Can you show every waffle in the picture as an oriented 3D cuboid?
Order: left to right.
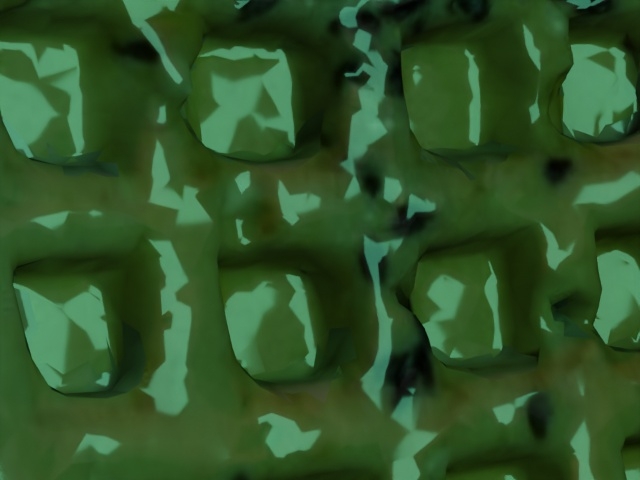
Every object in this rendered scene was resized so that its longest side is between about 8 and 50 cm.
[{"bbox_3d":[0.000,0.000,0.467,0.261,0.114,0.376,-1,81,-24],"label":"waffle"}]
